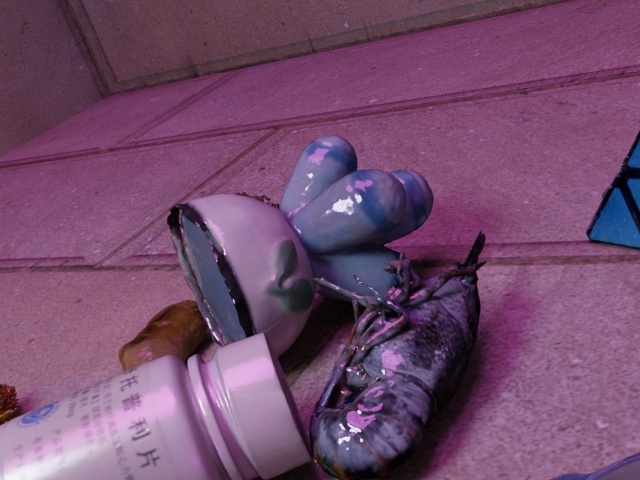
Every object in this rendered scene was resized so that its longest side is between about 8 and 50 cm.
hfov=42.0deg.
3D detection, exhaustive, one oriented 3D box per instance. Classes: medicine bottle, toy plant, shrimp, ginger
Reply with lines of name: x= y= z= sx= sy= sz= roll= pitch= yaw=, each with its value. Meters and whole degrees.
medicine bottle: x=-0.163 y=0.207 z=0.807 sx=0.293 sy=0.170 sz=0.170 roll=-22 pitch=23 yaw=-5
toy plant: x=0.000 y=0.000 z=1.073 sx=0.332 sy=0.247 sz=0.247 roll=-24 pitch=23 yaw=-18
shrimp: x=0.085 y=0.085 z=0.870 sx=0.137 sy=0.172 sz=0.372 roll=-13 pitch=31 yaw=31
ginger: x=-0.208 y=0.145 z=1.106 sx=0.095 sy=0.069 sz=0.190 roll=-14 pitch=24 yaw=26

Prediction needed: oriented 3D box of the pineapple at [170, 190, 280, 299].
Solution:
pineapple: x=-0.115 y=0.005 z=1.231 sx=0.193 sy=0.166 sz=0.166 roll=-25 pitch=23 yaw=-12

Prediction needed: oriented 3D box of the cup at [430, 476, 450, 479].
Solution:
cup: x=0.077 y=0.242 z=0.647 sx=0.099 sy=0.074 sz=0.102 roll=-24 pitch=23 yaw=-9

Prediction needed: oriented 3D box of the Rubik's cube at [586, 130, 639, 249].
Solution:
Rubik's cube: x=0.469 y=-0.080 z=0.948 sx=0.233 sy=0.228 sz=0.229 roll=24 pitch=-7 yaw=11

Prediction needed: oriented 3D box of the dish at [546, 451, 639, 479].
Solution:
dish: x=0.261 y=0.222 z=0.526 sx=0.228 sy=0.086 sz=0.236 roll=-23 pitch=23 yaw=-8

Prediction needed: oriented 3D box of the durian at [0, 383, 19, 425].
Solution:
durian: x=-0.490 y=0.254 z=1.084 sx=0.182 sy=0.165 sz=0.132 roll=-3 pitch=-24 yaw=-16
